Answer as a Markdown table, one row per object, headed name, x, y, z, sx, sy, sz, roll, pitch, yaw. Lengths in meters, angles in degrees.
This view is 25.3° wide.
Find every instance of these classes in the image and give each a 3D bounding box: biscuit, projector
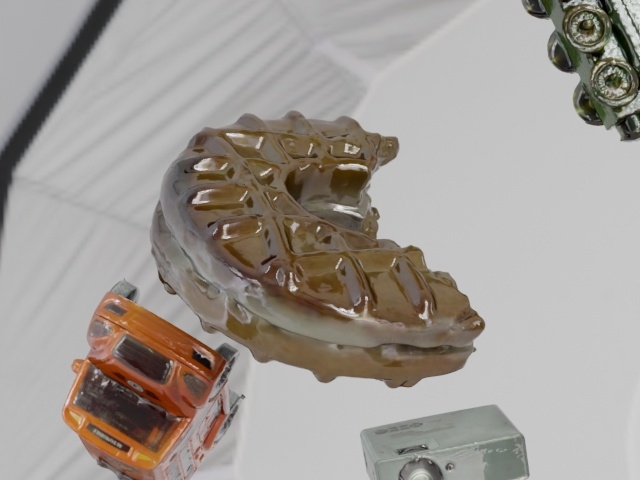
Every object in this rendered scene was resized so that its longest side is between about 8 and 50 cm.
| name | x | y | z | sx | sy | sz | roll | pitch | yaw |
| --- | --- | --- | --- | --- | --- | --- | --- | --- | --- |
| biscuit | -0.019 | -0.006 | 1.302 | 0.268 | 0.366 | 0.115 | 4 | -60 | -21 |
| projector | 0.121 | 0.215 | 1.404 | 0.147 | 0.061 | 0.115 | -11 | 8 | -4 |

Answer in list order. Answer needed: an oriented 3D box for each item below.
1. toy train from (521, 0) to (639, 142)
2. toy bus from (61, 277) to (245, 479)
| name | x | y | z | sx | sy | sz | roll | pitch | yaw |
| --- | --- | --- | --- | --- | --- | --- | --- | --- | --- |
| toy train | 0.288 | -0.211 | 1.378 | 0.137 | 0.225 | 0.090 | -24 | -8 | -6 |
| toy bus | -0.175 | 0.165 | 1.457 | 0.143 | 0.153 | 0.329 | 30 | -18 | 6 |
